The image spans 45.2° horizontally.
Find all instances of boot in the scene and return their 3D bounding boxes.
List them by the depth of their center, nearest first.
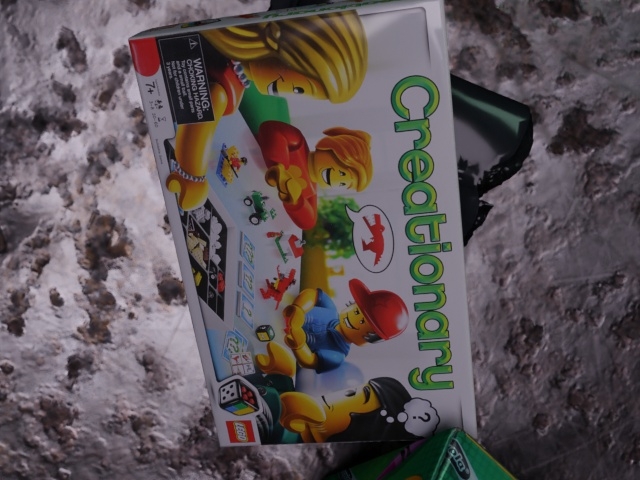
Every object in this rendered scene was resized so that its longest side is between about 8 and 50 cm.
[{"bbox_3d":[0.060,-0.128,0.556,0.207,0.094,0.246,22,100,-3],"label":"boot"}]

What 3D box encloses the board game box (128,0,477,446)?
[{"bbox_3d":[0.000,0.000,0.525,0.193,0.053,0.305,-5,112,10],"label":"board game box"}]

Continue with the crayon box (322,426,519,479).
[{"bbox_3d":[0.130,0.273,0.561,0.278,0.165,0.081,43,47,-7],"label":"crayon box"}]
